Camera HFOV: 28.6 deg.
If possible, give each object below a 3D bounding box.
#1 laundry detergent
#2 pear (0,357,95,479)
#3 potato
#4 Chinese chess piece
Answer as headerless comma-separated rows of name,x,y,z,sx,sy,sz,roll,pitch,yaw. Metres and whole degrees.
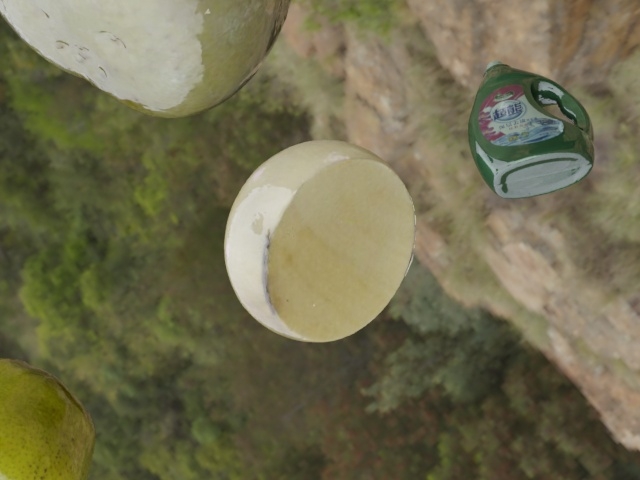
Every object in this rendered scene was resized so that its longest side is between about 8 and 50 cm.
laundry detergent,0.232,-0.139,1.435,0.211,0.137,0.063,-98,-8,-48
pear,-0.302,0.201,1.142,0.198,0.198,0.198,37,145,32
potato,-0.097,-0.167,0.612,0.235,0.160,0.178,59,153,18
Chinese chess piece,0.000,0.000,1.530,0.097,0.251,0.251,24,137,48
